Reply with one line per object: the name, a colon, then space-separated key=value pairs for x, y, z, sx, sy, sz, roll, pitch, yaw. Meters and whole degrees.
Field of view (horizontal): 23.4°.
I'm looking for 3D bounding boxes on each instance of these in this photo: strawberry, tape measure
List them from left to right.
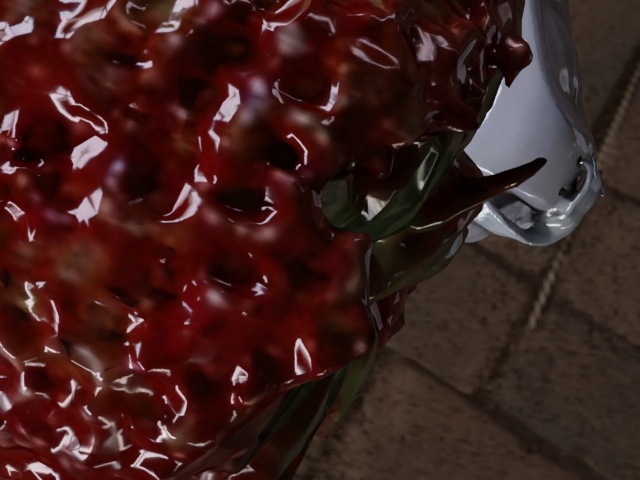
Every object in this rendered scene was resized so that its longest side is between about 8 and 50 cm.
strawberry: x=-0.071 y=-0.026 z=0.538 sx=0.257 sy=0.261 sz=0.261 roll=29 pitch=79 yaw=10
tape measure: x=0.072 y=-0.099 z=0.977 sx=0.197 sy=0.120 sz=0.236 roll=-13 pitch=74 yaw=22
